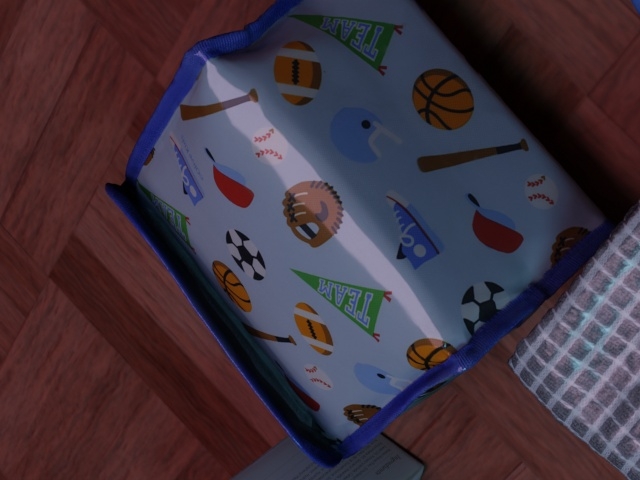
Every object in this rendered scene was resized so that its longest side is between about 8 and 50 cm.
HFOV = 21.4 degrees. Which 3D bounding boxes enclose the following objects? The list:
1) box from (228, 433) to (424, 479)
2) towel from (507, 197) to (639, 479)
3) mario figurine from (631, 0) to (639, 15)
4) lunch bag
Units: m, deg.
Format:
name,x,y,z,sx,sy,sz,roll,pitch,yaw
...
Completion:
name,x,y,z,sx,sy,sz,roll,pitch,yaw
box,-0.014,0.285,1.619,0.119,0.182,0.181,34,131,22
towel,0.299,0.062,1.208,0.235,0.121,0.284,43,116,17
mario figurine,0.206,-0.294,1.135,0.198,0.170,0.320,-44,71,38
lunch bag,0.000,0.000,1.418,0.328,0.239,0.385,52,152,4
